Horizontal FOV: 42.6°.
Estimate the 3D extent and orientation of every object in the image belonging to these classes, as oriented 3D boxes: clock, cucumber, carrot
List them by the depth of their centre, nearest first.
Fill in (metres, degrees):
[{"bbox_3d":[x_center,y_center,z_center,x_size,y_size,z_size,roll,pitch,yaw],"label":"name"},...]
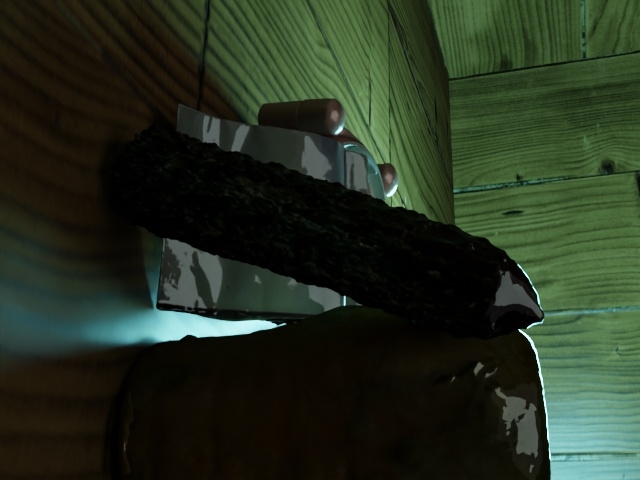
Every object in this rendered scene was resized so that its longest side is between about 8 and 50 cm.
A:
[{"bbox_3d":[0.000,0.000,0.652,0.096,0.359,0.096,-50,151,-41],"label":"cucumber"},{"bbox_3d":[0.021,0.167,0.712,0.224,0.341,0.224,-7,90,-78],"label":"carrot"},{"bbox_3d":[-0.016,-0.022,1.023,0.227,0.142,0.241,39,57,-54],"label":"clock"}]

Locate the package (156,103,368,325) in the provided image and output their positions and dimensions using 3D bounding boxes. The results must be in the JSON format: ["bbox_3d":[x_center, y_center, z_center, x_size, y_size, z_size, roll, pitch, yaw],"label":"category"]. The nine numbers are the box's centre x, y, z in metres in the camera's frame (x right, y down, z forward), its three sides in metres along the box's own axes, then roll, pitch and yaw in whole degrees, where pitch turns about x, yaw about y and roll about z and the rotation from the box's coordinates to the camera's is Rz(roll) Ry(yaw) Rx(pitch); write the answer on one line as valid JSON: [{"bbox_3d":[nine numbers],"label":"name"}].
[{"bbox_3d":[-0.053,-0.015,0.845,0.251,0.062,0.203,10,78,-37],"label":"package"}]
